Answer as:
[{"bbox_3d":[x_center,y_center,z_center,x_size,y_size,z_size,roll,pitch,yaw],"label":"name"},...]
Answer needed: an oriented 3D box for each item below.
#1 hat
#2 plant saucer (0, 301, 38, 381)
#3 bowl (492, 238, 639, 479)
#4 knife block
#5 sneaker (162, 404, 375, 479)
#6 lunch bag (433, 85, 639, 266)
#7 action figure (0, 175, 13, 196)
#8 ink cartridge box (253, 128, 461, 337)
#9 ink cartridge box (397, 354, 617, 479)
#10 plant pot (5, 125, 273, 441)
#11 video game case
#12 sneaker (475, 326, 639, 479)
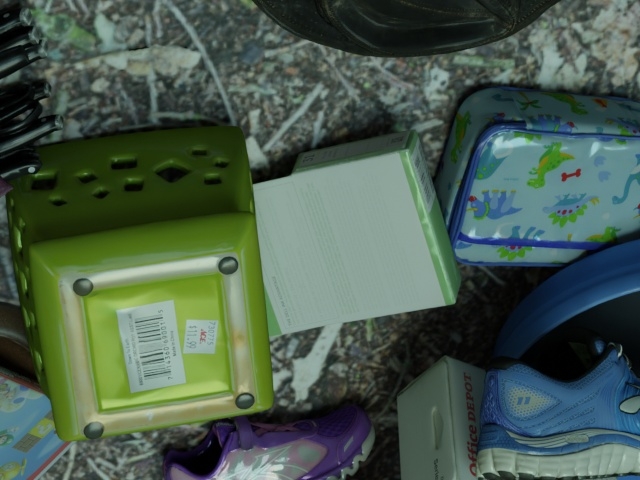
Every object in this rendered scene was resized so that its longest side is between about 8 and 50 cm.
[{"bbox_3d":[0.090,-0.239,1.633,0.331,0.134,0.331,-5,135,-5],"label":"hat"},{"bbox_3d":[-0.329,0.135,1.831,0.168,0.029,0.168,-9,123,-14],"label":"plant saucer"},{"bbox_3d":[0.363,0.135,1.967,0.391,0.077,0.391,-2,139,-2],"label":"bowl"},{"bbox_3d":[-0.368,-0.107,1.625,0.276,0.088,0.242,14,115,-26],"label":"knife block"},{"bbox_3d":[-0.060,0.219,1.944,0.236,0.095,0.104,-25,110,-6],"label":"sneaker"},{"bbox_3d":[0.226,-0.055,1.863,0.219,0.090,0.176,4,125,-20],"label":"lunch bag"},{"bbox_3d":[-0.404,-0.125,1.511,0.276,0.370,0.248,-32,172,41],"label":"action figure"},{"bbox_3d":[0.000,0.000,1.825,0.235,0.056,0.171,-11,116,17],"label":"ink cartridge box"},{"bbox_3d":[0.186,0.224,1.877,0.212,0.154,0.093,23,135,-28],"label":"ink cartridge box"},{"bbox_3d":[-0.156,0.047,1.696,0.227,0.207,0.228,-8,116,-8],"label":"plant pot"},{"bbox_3d":[-0.366,0.190,1.782,0.204,0.025,0.285,-44,143,10],"label":"video game case"},{"bbox_3d":[0.283,0.154,1.819,0.330,0.130,0.147,3,81,-40],"label":"sneaker"}]
